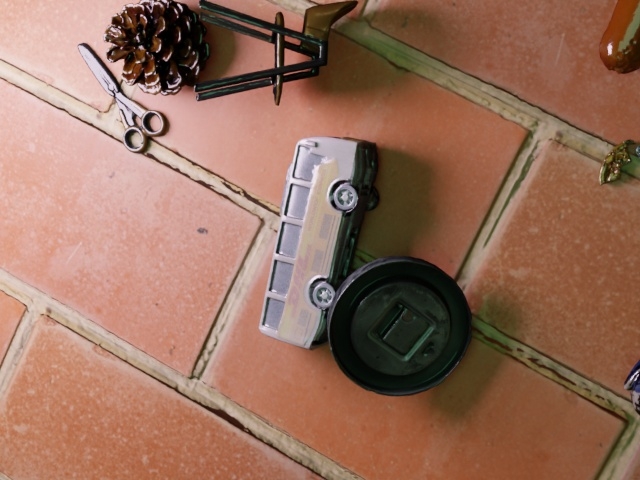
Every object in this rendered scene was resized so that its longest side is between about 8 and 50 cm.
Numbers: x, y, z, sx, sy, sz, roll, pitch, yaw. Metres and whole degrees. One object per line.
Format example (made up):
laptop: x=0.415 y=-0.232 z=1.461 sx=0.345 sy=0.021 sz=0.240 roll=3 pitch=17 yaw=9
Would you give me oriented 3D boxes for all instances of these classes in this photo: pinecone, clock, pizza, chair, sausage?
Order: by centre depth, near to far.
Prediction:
sausage: x=0.471 y=-0.338 z=1.810 sx=0.076 sy=0.076 sz=0.198 roll=24 pitch=102 yaw=15
pizza: x=0.445 y=-0.117 z=1.861 sx=0.037 sy=0.016 sz=0.083 roll=35 pitch=102 yaw=7
clock: x=0.121 y=0.131 z=1.918 sx=0.225 sy=0.049 sz=0.226 roll=-2 pitch=108 yaw=-7
chair: x=-0.070 y=-0.297 z=1.923 sx=0.246 sy=0.159 sz=0.173 roll=4 pitch=91 yaw=-5
pinecone: x=-0.277 y=-0.318 z=2.009 sx=0.162 sy=0.165 sz=0.163 roll=0 pitch=90 yaw=31

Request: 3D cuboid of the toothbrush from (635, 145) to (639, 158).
toothbrush: x=0.529 y=-0.047 z=1.836 sx=0.016 sy=0.019 sz=0.220 roll=-31 pitch=83 yaw=12

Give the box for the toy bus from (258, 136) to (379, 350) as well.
toy bus: x=0.000 y=0.000 z=1.976 sx=0.138 sy=0.097 sz=0.343 roll=15 pitch=99 yaw=24

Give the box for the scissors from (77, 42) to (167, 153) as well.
scissors: x=-0.350 y=-0.253 z=2.115 sx=0.088 sy=0.017 sz=0.220 roll=-39 pitch=80 yaw=17

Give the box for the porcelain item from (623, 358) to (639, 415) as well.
porcelain item: x=0.585 y=0.256 z=1.779 sx=0.186 sy=0.138 sz=0.288 roll=-44 pitch=81 yaw=5
